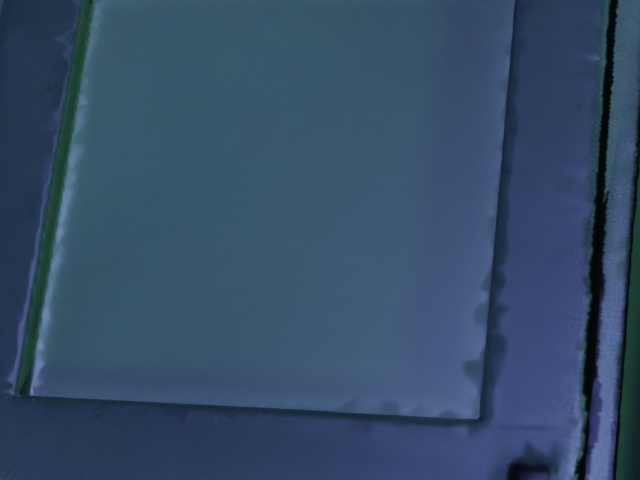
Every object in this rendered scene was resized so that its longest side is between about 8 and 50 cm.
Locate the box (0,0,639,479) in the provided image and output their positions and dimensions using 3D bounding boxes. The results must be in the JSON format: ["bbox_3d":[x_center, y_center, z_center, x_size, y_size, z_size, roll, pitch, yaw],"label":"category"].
[{"bbox_3d":[0.000,0.000,0.615,0.225,0.117,0.225,1,70,17],"label":"box"}]
